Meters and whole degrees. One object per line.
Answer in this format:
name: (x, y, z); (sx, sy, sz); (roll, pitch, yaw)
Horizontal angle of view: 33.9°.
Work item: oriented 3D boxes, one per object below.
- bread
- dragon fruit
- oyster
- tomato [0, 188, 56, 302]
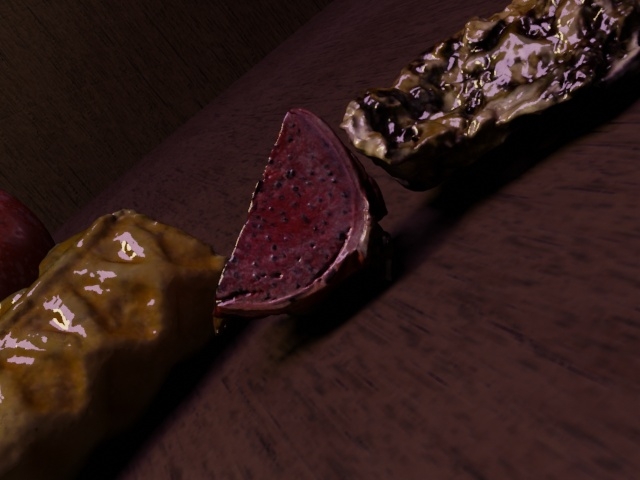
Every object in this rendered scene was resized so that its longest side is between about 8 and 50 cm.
bread: (-0.184, 0.094, 0.728); (0.152, 0.130, 0.268); (-10, 31, 46)
dragon fruit: (0.000, 0.000, 0.658); (0.102, 0.096, 0.147); (-71, 2, -83)
oyster: (0.126, -0.116, 0.695); (0.214, 0.083, 0.223); (-29, 8, 14)
tomato: (-0.411, 0.067, 1.197); (0.270, 0.227, 0.270); (-51, 22, 31)
